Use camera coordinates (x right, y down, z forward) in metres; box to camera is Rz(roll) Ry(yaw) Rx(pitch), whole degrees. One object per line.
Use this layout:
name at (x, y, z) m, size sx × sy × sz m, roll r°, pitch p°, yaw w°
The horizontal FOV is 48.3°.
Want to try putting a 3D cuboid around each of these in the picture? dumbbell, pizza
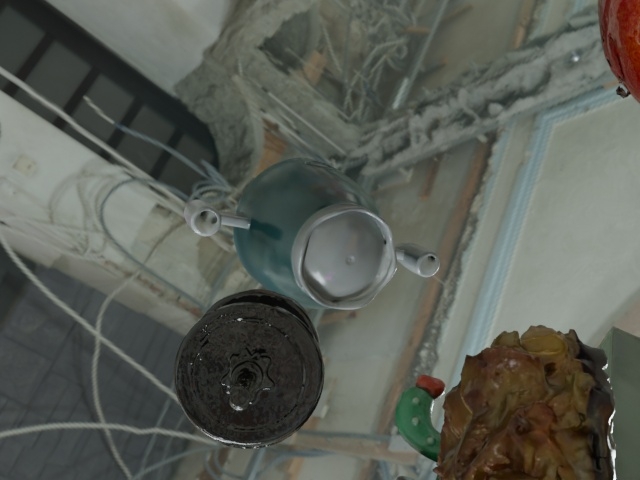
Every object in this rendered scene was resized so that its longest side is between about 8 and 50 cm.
dumbbell at (-0.033, 0.060, 0.354) m, size 0.069 × 0.069 × 0.147 m, roll -54°, pitch -178°, yaw 2°
pizza at (0.140, 0.203, 0.532) m, size 0.409 × 0.114 × 0.277 m, roll -38°, pitch 136°, yaw -80°

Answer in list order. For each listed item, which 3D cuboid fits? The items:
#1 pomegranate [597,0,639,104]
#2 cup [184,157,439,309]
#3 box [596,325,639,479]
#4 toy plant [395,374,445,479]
pomegranate at (0.324, -0.178, 0.522) m, size 0.235 × 0.210 × 0.210 m, roll -12°, pitch -132°, yaw 61°
cup at (0.000, 0.000, 0.792) m, size 0.173 × 0.300 × 0.167 m, roll -149°, pitch -108°, yaw -66°
box at (0.312, 0.217, 0.749) m, size 0.225 × 0.086 × 0.129 m, roll -57°, pitch 168°, yaw -52°
toy plant at (0.193, 0.356, 1.003) m, size 0.280 × 0.185 × 0.400 m, roll 24°, pitch -99°, yaw 43°
